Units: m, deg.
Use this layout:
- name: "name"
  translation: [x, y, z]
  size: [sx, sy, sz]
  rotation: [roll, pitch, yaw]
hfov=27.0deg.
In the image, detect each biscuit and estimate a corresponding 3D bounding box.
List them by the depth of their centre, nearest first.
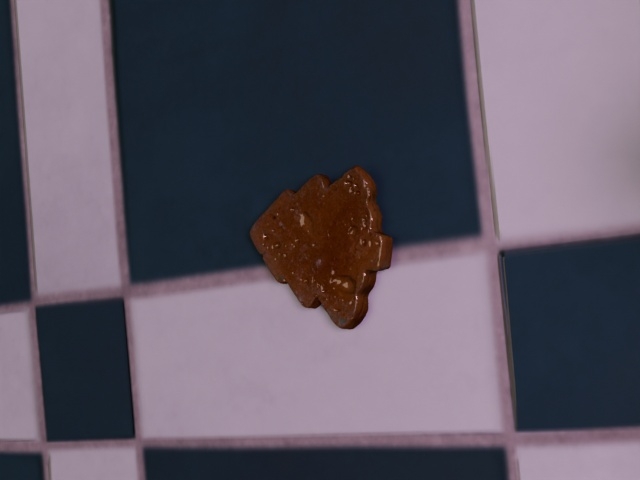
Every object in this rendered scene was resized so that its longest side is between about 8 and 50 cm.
- name: "biscuit"
  translation: [0.000, 0.000, 0.984]
  size: [0.130, 0.019, 0.119]
  rotation: [12, 98, 39]
